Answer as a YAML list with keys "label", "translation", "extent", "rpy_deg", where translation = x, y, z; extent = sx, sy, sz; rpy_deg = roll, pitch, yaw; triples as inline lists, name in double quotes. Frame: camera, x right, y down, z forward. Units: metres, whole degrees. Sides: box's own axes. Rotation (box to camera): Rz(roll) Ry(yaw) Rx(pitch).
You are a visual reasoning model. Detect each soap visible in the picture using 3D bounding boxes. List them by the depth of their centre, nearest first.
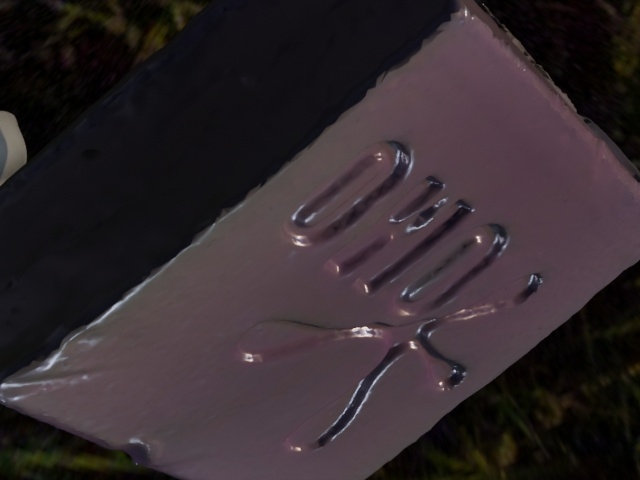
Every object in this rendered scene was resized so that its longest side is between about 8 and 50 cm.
- label: "soap"
  translation: [0.000, 0.000, 0.897]
  extent: [0.285, 0.296, 0.107]
  rpy_deg: [-40, 56, 13]

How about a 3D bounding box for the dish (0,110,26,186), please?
- label: "dish"
  translation: [-0.222, -0.006, 1.079]
  extent: [0.141, 0.141, 0.078]
  rpy_deg: [-37, 84, 6]
